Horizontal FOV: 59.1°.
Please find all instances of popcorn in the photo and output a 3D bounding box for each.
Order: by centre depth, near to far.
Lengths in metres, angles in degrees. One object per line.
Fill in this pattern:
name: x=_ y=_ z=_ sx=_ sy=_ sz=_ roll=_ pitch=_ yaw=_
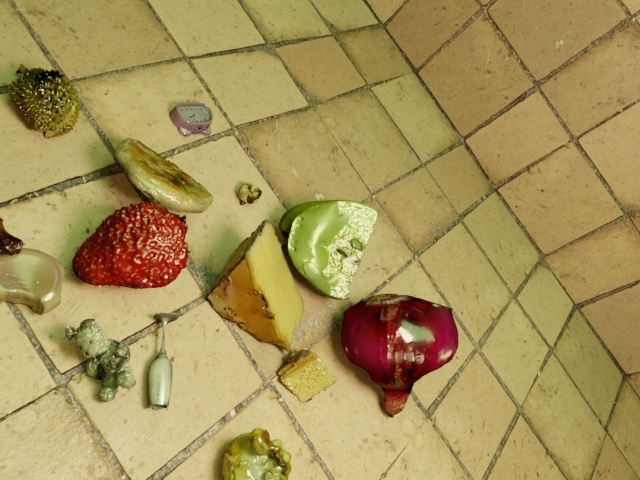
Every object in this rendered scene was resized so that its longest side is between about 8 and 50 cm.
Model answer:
popcorn: x=-0.164 y=0.588 z=1.483 sx=0.197 sy=0.213 sz=0.198 roll=19 pitch=22 yaw=-8

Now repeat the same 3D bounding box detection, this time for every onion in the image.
onion: x=0.264 y=0.391 z=1.891 sx=0.398 sy=0.398 sz=0.421 roll=4 pitch=85 yaw=-40

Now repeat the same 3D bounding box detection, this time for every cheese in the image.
cheese: x=-0.766 y=0.088 z=1.349 sx=0.286 sy=0.082 sz=0.163 roll=12 pitch=55 yaw=-33

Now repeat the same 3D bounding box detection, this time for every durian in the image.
durian: x=-0.783 y=-0.428 z=1.615 sx=0.237 sy=0.137 sz=0.193 roll=53 pitch=43 yaw=-1

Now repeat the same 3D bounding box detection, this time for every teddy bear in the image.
teddy bear: x=-0.529 y=0.280 z=1.401 sx=0.213 sy=0.133 sz=0.111 roll=60 pitch=16 yaw=-6

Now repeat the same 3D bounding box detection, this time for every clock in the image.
clock: x=-0.442 y=-0.425 z=1.977 sx=0.152 sy=0.050 sz=0.110 roll=-15 pitch=75 yaw=-45

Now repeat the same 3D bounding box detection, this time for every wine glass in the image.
wine glass: x=-0.423 y=0.324 z=1.509 sx=0.074 sy=0.074 sz=0.263 roll=18 pitch=54 yaw=-33

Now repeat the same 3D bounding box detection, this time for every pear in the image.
pear: x=0.000 y=0.000 z=1.971 sx=0.317 sy=0.238 sz=0.343 roll=24 pitch=83 yaw=-11

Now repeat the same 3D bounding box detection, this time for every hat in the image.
hat: x=-0.250 y=-0.158 z=1.975 sx=0.076 sy=0.059 sz=0.077 roll=28 pitch=41 yaw=-4

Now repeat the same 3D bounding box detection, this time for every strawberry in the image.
strawberry: x=-0.497 y=0.015 z=1.504 sx=0.257 sy=0.261 sz=0.261 roll=14 pitch=55 yaw=-45

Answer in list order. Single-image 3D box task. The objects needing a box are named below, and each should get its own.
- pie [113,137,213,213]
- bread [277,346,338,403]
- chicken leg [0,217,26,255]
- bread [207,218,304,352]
pie: x=-0.467 y=-0.186 z=1.697 sx=0.337 sy=0.075 sz=0.337 roll=37 pitch=12 yaw=-9
bread: x=-0.037 y=0.409 z=1.741 sx=0.147 sy=0.152 sz=0.127 roll=47 pitch=51 yaw=-11
chicken leg: x=-0.861 y=-0.044 z=1.309 sx=0.322 sy=0.083 sz=0.178 roll=0 pitch=65 yaw=-23
bread: x=-0.149 y=0.137 z=1.732 sx=0.315 sy=0.279 sz=0.248 roll=30 pitch=40 yaw=-8
